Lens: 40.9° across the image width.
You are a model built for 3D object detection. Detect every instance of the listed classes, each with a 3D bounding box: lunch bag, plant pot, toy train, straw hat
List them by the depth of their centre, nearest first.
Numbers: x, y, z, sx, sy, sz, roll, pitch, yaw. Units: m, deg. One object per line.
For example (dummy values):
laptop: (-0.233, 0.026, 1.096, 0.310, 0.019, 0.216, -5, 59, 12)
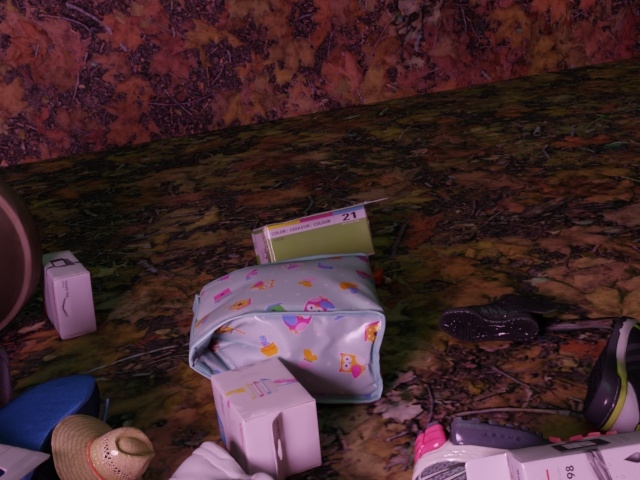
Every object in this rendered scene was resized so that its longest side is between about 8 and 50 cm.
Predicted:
straw hat: (-0.215, 0.234, 0.927, 0.061, 0.144, 0.144, -34, 15, 13)
lunch bag: (-0.051, 0.120, 1.189, 0.262, 0.160, 0.223, -2, 20, -3)
plant pot: (-0.622, 0.048, 1.307, 0.323, 0.323, 0.280, -8, 14, -2)
toy train: (0.043, 0.072, 1.452, 0.125, 0.046, 0.166, 1, 21, 23)

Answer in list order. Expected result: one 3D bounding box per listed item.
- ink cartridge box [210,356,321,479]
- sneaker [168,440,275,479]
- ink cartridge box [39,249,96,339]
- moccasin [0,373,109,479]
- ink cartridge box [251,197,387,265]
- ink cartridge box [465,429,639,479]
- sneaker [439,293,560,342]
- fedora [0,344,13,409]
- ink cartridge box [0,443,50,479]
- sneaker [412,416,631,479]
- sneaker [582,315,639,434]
ink cartridge box: (-0.062, 0.216, 1.015, 0.089, 0.092, 0.143, -14, 22, -21)
sneaker: (-0.095, 0.283, 0.888, 0.094, 0.080, 0.212, -33, 23, -29)
ink cartridge box: (-0.437, 0.090, 1.476, 0.063, 0.109, 0.150, -12, 20, -27)
moccasin: (-0.322, 0.264, 0.947, 0.137, 0.117, 0.342, -12, 17, 9)
ink cartridge box: (0.000, 0.000, 1.477, 0.188, 0.097, 0.255, -13, 1, -15)
ink cartridge box: (0.223, 0.228, 0.732, 0.180, 0.104, 0.060, -9, -4, -2)
sneaker: (0.264, 0.111, 1.263, 0.170, 0.051, 0.089, 3, 21, 15)
fedora: (-0.446, 0.194, 1.005, 0.124, 0.275, 0.244, 17, -5, 6)
ink cartridge box: (-0.400, 0.225, 0.788, 0.232, 0.066, 0.189, 16, 8, 5)
sneaker: (0.236, 0.250, 0.814, 0.299, 0.121, 0.112, 3, 54, 6)
sneaker: (0.379, 0.175, 1.034, 0.097, 0.084, 0.234, 25, 30, 14)
